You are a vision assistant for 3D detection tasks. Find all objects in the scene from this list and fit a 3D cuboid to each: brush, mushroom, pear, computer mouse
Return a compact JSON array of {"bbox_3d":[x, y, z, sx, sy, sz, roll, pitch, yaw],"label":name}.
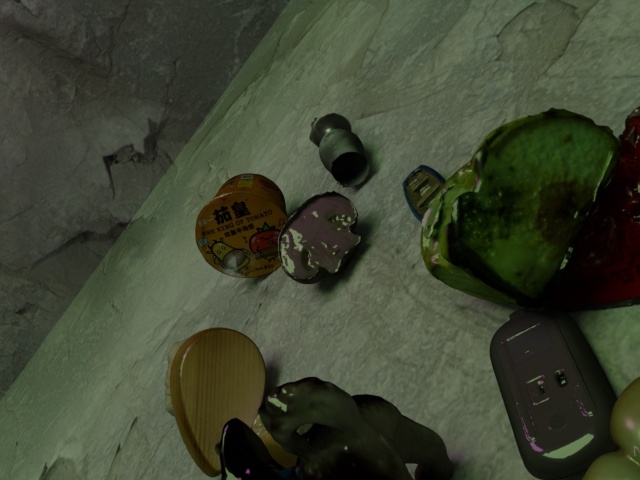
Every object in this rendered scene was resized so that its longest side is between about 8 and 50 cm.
[{"bbox_3d":[-0.206,0.299,1.275,0.166,0.174,0.266,-36,47,57],"label":"brush"},{"bbox_3d":[0.000,0.000,1.340,0.188,0.141,0.117,-54,-7,-6],"label":"mushroom"},{"bbox_3d":[0.235,-0.046,0.908,0.238,0.164,0.255,-64,3,-4],"label":"pear"},{"bbox_3d":[0.263,0.170,0.787,0.120,0.057,0.232,-32,30,18],"label":"computer mouse"}]

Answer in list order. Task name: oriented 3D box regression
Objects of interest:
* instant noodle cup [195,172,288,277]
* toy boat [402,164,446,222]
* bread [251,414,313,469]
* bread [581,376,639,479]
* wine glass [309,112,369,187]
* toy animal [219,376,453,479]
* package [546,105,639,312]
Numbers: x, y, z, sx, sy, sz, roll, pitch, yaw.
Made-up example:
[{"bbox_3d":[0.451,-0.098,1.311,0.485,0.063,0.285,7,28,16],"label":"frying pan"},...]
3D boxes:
[{"bbox_3d":[-0.166,-0.046,1.565,0.216,0.216,0.172,-42,20,21],"label":"instant noodle cup"},{"bbox_3d":[0.198,-0.061,1.174,0.080,0.046,0.229,-45,29,13],"label":"toy boat"},{"bbox_3d":[-0.048,0.313,1.055,0.125,0.106,0.082,-18,42,51],"label":"bread"},{"bbox_3d":[0.321,0.242,0.460,0.300,0.210,0.341,9,64,47],"label":"bread"},{"bbox_3d":[0.042,-0.202,1.516,0.103,0.103,0.222,-45,28,14],"label":"wine glass"},{"bbox_3d":[-0.019,0.301,0.813,0.344,0.303,0.194,-39,27,23],"label":"toy animal"},{"bbox_3d":[0.362,-0.042,0.878,0.194,0.071,0.269,-35,33,59],"label":"package"}]
